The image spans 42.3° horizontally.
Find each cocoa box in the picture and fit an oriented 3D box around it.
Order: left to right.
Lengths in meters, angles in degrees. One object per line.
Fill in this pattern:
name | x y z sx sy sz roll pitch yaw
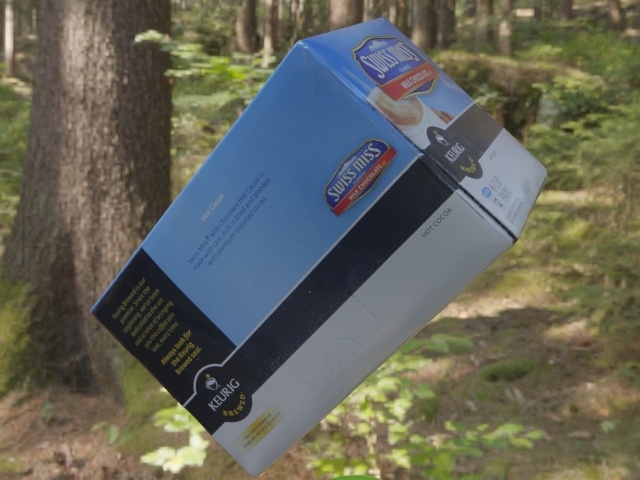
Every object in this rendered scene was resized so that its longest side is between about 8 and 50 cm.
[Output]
cocoa box | 0.000 0.000 0.778 0.228 0.347 0.231 44 28 3

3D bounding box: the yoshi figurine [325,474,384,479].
yoshi figurine | 0.036 0.277 0.425 0.204 0.362 0.203 -18 9 13
